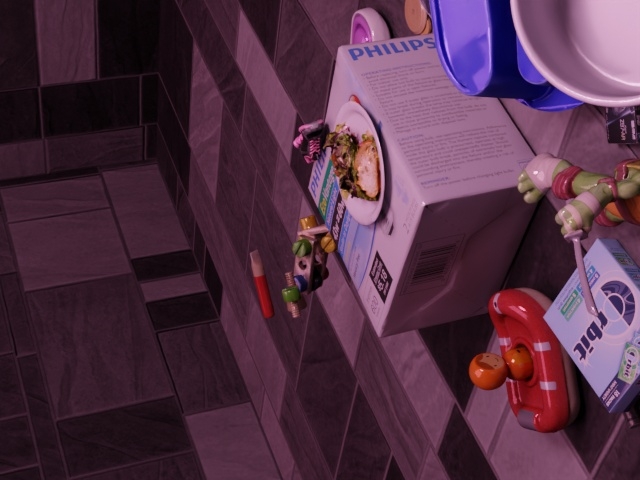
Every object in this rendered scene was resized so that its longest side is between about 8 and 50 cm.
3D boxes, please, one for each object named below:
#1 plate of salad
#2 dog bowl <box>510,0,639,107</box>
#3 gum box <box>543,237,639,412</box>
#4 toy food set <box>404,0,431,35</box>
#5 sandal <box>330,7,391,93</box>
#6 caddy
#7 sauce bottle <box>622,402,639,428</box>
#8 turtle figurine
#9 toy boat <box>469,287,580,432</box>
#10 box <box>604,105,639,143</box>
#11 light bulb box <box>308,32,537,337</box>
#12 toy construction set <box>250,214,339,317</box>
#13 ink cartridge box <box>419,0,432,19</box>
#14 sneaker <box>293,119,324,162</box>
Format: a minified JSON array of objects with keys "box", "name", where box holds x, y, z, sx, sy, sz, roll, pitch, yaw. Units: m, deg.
[{"box":[0.050,-0.120,1.757,0.200,0.048,0.199,169,90,-70],"name":"plate of salad"},{"box":[0.352,-0.284,1.236,0.265,0.104,0.264,9,105,37],"name":"dog bowl"},{"box":[0.400,0.115,1.514,0.157,0.041,0.184,-63,39,33],"name":"gum box"},{"box":[0.175,-0.410,1.980,0.083,0.020,0.082,-134,39,-59],"name":"toy food set"},{"box":[0.065,-0.269,2.235,0.169,0.102,0.416,-127,31,-54],"name":"sandal"},{"box":[0.283,-0.341,1.482,0.241,0.179,0.341,-2,97,48],"name":"caddy"},{"box":[0.421,0.201,1.559,0.042,0.042,0.128,112,143,-57],"name":"sauce bottle"},{"box":[0.359,-0.005,1.395,0.266,0.198,0.274,-149,56,-65],"name":"turtle figurine"},{"box":[0.302,0.191,1.723,0.151,0.151,0.231,174,86,-70],"name":"toy boat"},{"box":[0.402,-0.170,1.460,0.067,0.018,0.083,-165,66,-69],"name":"box"},{"box":[0.162,-0.096,1.864,0.357,0.225,0.361,103,149,-48],"name":"light bulb box"},{"box":[0.000,0.000,2.237,0.257,0.309,0.237,10,117,61],"name":"toy construction set"},{"box":[0.200,-0.465,1.821,0.165,0.065,0.332,99,154,-45],"name":"ink cartridge box"},{"box":[-0.013,-0.170,1.926,0.119,0.047,0.057,119,132,-73],"name":"sneaker"}]
